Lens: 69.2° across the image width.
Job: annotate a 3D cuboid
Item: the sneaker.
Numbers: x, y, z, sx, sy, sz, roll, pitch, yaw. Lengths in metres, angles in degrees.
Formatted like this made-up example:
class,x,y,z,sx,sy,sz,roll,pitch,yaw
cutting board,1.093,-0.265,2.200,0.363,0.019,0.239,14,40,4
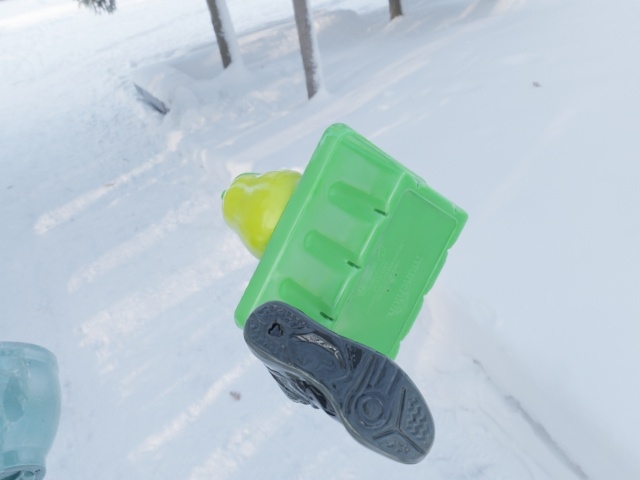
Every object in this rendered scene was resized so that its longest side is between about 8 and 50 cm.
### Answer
class,x,y,z,sx,sy,sz,roll,pitch,yaw
sneaker,0.022,0.160,0.519,0.227,0.130,0.087,28,69,21

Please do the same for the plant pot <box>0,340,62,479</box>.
class,x,y,z,sx,sy,sz,roll,pitch,yaw
plant pot,-0.577,0.338,0.775,0.292,0.293,0.196,-25,59,-19

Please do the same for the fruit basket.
class,x,y,z,sx,sy,sz,roll,pitch,yaw
fruit basket,0.000,0.000,0.791,0.392,0.282,0.393,-27,51,40
